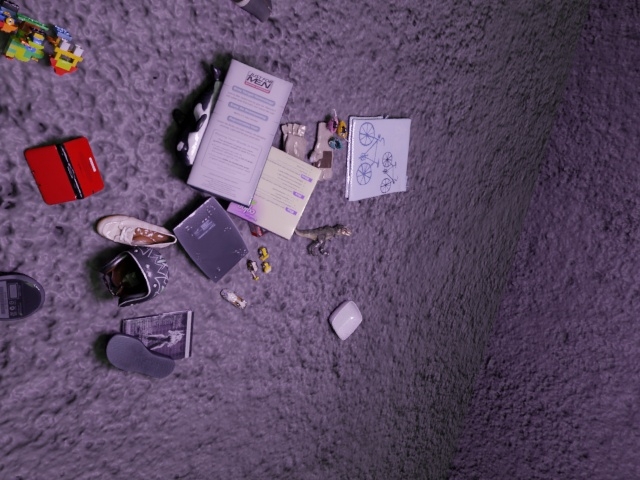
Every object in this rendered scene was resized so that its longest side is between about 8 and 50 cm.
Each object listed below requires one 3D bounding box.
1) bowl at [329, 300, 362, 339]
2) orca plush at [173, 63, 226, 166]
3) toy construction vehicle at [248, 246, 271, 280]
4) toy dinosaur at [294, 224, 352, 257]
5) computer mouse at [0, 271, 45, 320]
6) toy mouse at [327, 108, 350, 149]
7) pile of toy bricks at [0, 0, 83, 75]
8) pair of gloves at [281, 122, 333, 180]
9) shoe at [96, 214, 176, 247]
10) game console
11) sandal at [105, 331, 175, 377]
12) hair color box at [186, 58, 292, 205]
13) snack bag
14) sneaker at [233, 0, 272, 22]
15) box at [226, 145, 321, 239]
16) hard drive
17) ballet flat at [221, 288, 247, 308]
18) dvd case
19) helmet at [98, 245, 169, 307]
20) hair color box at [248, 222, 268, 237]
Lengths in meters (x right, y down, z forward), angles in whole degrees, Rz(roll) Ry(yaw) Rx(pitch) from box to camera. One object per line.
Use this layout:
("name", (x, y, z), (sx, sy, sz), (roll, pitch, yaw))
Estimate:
("bowl", (0.099, 0.330, 1.922), (0.142, 0.053, 0.142), (-43, 128, -20))
("orca plush", (-0.360, -0.357, 1.273), (0.102, 0.151, 0.287), (20, 95, -11))
("toy construction vehicle", (-0.215, 0.080, 1.590), (0.086, 0.035, 0.098), (-42, 131, -36))
("toy dinosaur", (0.000, 0.000, 1.726), (0.268, 0.064, 0.118), (-3, 100, -37))
("computer mouse", (-0.809, 0.123, 1.078), (0.272, 0.072, 0.189), (4, 104, -28))
("toy mouse", (0.049, -0.378, 1.618), (0.143, 0.031, 0.161), (-57, 140, -39))
("pile of toy bricks", (-0.658, -0.441, 1.005), (0.105, 0.118, 0.212), (-49, 153, 20))
("pair of gloves", (-0.040, -0.308, 1.594), (0.240, 0.042, 0.204), (-14, 108, -43))
("shoe", (-0.512, -0.022, 1.281), (0.219, 0.058, 0.077), (11, 97, -42))
("game console", (-0.642, -0.177, 1.151), (0.124, 0.085, 0.144), (-54, 140, -56))
("sandal", (-0.547, 0.347, 1.365), (0.097, 0.054, 0.254), (-46, 137, -10))
("hair color box", (-0.231, -0.302, 1.320), (0.185, 0.113, 0.375), (20, 87, -8))
("snack bag", (0.238, -0.338, 1.828), (0.342, 0.037, 0.323), (-14, 113, -36))
("sneaker", (-0.185, -0.758, 1.314), (0.118, 0.083, 0.222), (14, 88, -61))
("box", (-0.145, -0.153, 1.442), (0.213, 0.117, 0.243), (25, 86, -5))
("hard drive", (-0.343, -0.003, 1.422), (0.172, 0.054, 0.255), (-45, 135, -20))
("ballet flat", (-0.291, 0.201, 1.557), (0.041, 0.041, 0.114), (-55, 131, -12))
("dvd case", (-0.507, 0.308, 1.424), (0.221, 0.018, 0.165), (-3, 105, -39))
("helmet", (-0.500, 0.093, 1.252), (0.161, 0.169, 0.169), (-29, 124, -5))
("hair color box", (-0.176, -0.073, 1.560), (0.141, 0.043, 0.072), (-31, 121, -30))
